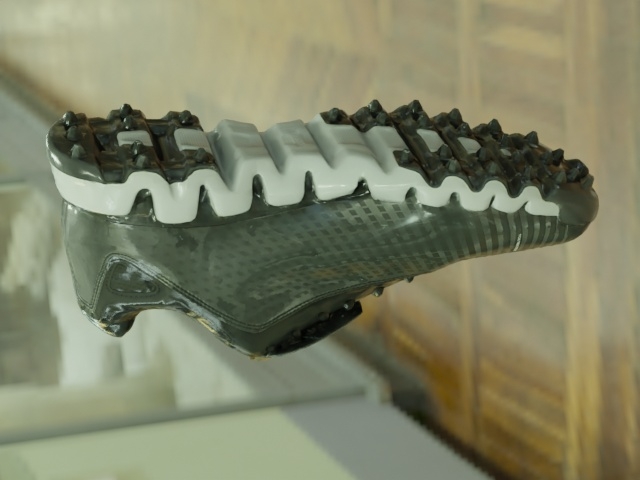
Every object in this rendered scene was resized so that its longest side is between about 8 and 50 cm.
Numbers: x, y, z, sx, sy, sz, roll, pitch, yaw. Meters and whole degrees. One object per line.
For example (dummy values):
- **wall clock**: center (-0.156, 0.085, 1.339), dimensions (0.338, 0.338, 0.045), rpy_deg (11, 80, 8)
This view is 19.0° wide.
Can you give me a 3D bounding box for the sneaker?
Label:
- **sneaker**: center (0.000, 0.000, 0.808), dimensions (0.078, 0.234, 0.106), rpy_deg (-112, 25, -60)
